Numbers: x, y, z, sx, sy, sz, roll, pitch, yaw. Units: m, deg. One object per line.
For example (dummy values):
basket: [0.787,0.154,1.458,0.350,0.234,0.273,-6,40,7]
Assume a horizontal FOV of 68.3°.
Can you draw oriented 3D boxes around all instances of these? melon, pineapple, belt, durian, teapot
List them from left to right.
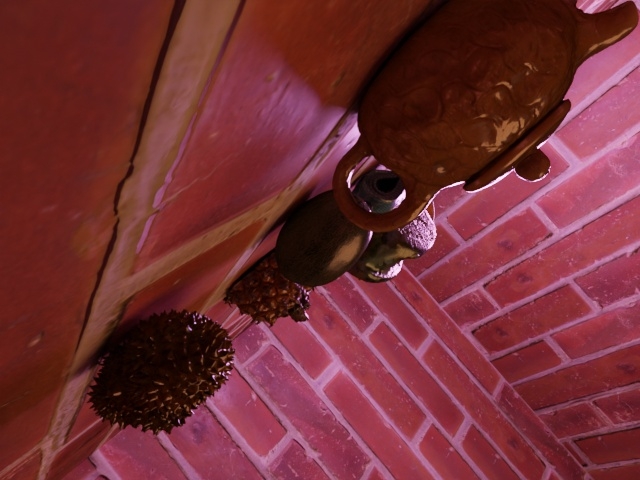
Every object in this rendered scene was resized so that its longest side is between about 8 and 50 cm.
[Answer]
durian: [-0.177,0.150,0.559,0.158,0.136,0.168,-18,-178,40]
pineapple: [-0.069,0.100,0.879,0.176,0.137,0.161,-36,173,-41]
melon: [0.000,0.000,0.671,0.167,0.114,0.114,-46,174,22]
belt: [0.165,-0.133,0.953,0.302,0.087,0.072,-37,161,-44]
teapot: [0.144,-0.113,0.450,0.311,0.167,0.203,-42,176,19]

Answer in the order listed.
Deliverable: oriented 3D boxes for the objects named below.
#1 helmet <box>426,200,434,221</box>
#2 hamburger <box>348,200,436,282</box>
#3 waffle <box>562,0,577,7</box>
helmet: [0.214,-0.078,1.385,0.205,0.140,0.257,-44,-157,26]
hamburger: [0.161,0.004,1.163,0.288,0.192,0.168,7,147,-42]
waffle: [0.331,-0.303,0.809,0.234,0.055,0.221,-46,167,1]
